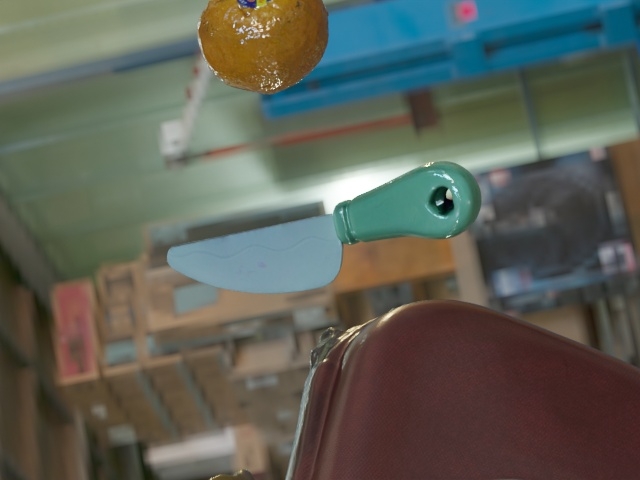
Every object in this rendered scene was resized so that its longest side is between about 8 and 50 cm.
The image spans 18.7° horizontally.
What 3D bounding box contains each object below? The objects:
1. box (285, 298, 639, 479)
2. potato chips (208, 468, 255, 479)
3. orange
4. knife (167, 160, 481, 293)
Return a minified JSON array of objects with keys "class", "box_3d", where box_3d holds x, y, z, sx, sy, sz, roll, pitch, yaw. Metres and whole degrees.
[{"class":"box","box_3d":[0.093,0.205,1.008,0.108,0.263,0.404,119,168,-44]},{"class":"potato chips","box_3d":[-0.089,0.284,1.524,0.195,0.062,0.208,96,-160,-52]},{"class":"orange","box_3d":[-0.056,-0.207,1.946,0.117,0.136,0.135,77,-176,-55]},{"class":"knife","box_3d":[0.001,0.001,1.422,0.035,0.260,0.063,-23,-85,-61]}]
